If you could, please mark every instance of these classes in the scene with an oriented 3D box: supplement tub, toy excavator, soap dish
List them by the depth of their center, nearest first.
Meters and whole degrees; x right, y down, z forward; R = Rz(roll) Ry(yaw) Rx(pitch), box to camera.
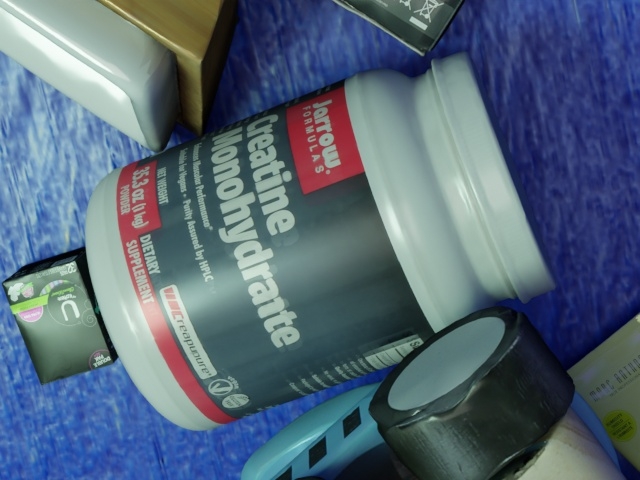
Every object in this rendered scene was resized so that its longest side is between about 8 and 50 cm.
[{"bbox_3d":[-0.155,-0.168,0.868,0.229,0.291,0.118,34,84,-2],"label":"soap dish"},{"bbox_3d":[-0.023,0.236,0.924,0.433,0.445,0.222,-40,102,-10],"label":"toy excavator"},{"bbox_3d":[0.000,0.000,0.926,0.272,0.191,0.191,-21,100,10],"label":"supplement tub"}]

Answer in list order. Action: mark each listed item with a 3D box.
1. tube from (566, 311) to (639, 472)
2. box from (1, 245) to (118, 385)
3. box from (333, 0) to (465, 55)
[{"bbox_3d":[0.277,0.168,1.008,0.070,0.062,0.240,-42,92,-26],"label":"tube"},{"bbox_3d":[-0.188,0.055,1.029,0.062,0.052,0.083,-16,102,10],"label":"box"},{"bbox_3d":[-0.011,-0.357,0.895,0.395,0.097,0.318,31,106,-2],"label":"box"}]
